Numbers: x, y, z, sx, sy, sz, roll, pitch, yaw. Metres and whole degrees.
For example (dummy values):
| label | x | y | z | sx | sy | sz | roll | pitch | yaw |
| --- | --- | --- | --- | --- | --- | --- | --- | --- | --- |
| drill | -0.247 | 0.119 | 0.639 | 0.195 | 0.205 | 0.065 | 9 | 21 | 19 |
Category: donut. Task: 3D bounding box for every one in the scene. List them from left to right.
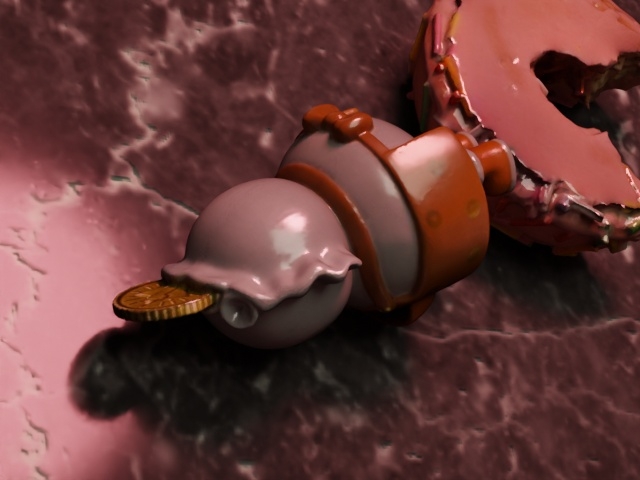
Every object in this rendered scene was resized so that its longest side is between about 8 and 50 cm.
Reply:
| label | x | y | z | sx | sy | sz | roll | pitch | yaw |
| --- | --- | --- | --- | --- | --- | --- | --- | --- | --- |
| donut | 0.149 | -0.098 | 1.107 | 0.199 | 0.085 | 0.233 | 27 | 50 | -13 |

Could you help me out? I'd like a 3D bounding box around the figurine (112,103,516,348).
| label | x | y | z | sx | sy | sz | roll | pitch | yaw |
| --- | --- | --- | --- | --- | --- | --- | --- | --- | --- |
| figurine | 0.000 | -0.010 | 0.929 | 0.271 | 0.143 | 0.143 | -7 | 64 | -35 |
